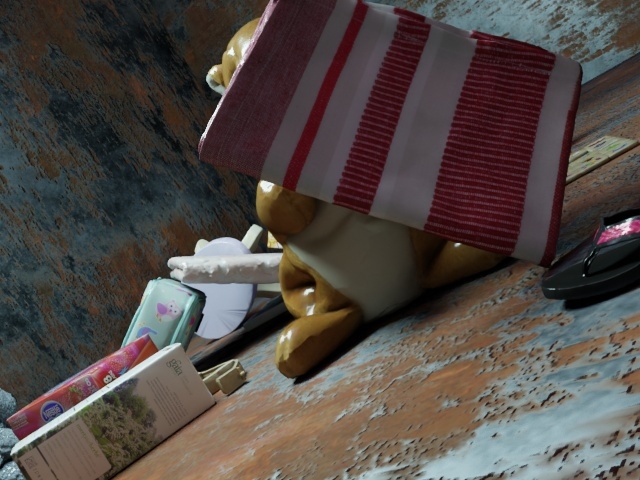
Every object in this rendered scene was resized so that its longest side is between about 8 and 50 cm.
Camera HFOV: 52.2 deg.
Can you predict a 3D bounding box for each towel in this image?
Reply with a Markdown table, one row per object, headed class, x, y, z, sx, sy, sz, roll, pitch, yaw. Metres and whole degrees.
| class | x | y | z | sx | sy | sz | roll | pitch | yaw |
| --- | --- | --- | --- | --- | --- | --- | --- | --- | --- |
| towel | -0.122 | 0.052 | 1.281 | 0.331 | 0.054 | 0.317 | -3 | 0 | -19 |
| towel | 0.079 | -0.125 | 0.621 | 0.037 | 0.328 | 0.237 | 101 | -172 | -64 |

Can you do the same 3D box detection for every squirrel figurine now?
| class | x | y | z | sx | sy | sz | roll | pitch | yaw |
| --- | --- | --- | --- | --- | --- | --- | --- | --- | --- |
| squirrel figurine | 0.016 | -0.097 | 0.832 | 0.281 | 0.371 | 0.397 | -31 | 3 | 16 |

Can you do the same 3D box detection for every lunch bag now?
| class | x | y | z | sx | sy | sz | roll | pitch | yaw |
| --- | --- | --- | --- | --- | --- | --- | --- | --- | --- |
| lunch bag | -0.298 | 0.187 | 1.217 | 0.279 | 0.107 | 0.224 | 151 | 140 | -83 |

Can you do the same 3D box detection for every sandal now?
| class | x | y | z | sx | sy | sz | roll | pitch | yaw |
| --- | --- | --- | --- | --- | --- | --- | --- | --- | --- |
| sandal | 0.229 | -0.010 | 0.437 | 0.179 | 0.040 | 0.067 | -30 | 3 | 28 |

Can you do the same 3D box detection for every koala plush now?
| class | x | y | z | sx | sy | sz | roll | pitch | yaw |
| --- | --- | --- | --- | --- | --- | --- | --- | --- | --- |
| koala plush | -0.605 | 0.349 | 1.195 | 0.196 | 0.221 | 0.203 | -29 | 4 | 30 |

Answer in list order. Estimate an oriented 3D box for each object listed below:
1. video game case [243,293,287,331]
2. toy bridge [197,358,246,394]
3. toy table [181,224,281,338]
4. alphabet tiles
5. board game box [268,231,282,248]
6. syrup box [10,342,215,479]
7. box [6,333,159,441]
| class | x | y | z | sx | sy | sz | roll | pitch | yaw |
| --- | --- | --- | --- | --- | --- | --- | --- | --- | --- |
| video game case | -0.059 | 0.120 | 1.404 | 0.190 | 0.022 | 0.173 | -31 | 3 | 20 |
| toy bridge | -0.143 | 0.196 | 0.943 | 0.063 | 0.026 | 0.188 | -32 | 3 | -30 |
| toy table | -0.215 | 0.092 | 1.567 | 0.274 | 0.252 | 0.161 | -51 | 0 | 29 |
| alphabet tiles | 0.338 | -0.089 | 0.977 | 0.237 | 0.009 | 0.198 | -31 | 3 | 16 |
| board game box | 0.000 | 0.000 | 1.385 | 0.193 | 0.045 | 0.147 | 2 | -2 | 9 |
| syrup box | -0.264 | 0.237 | 0.845 | 0.236 | 0.093 | 0.096 | -33 | 3 | -25 |
| box | -0.348 | 0.261 | 1.011 | 0.256 | 0.123 | 0.128 | -29 | 4 | 34 |
